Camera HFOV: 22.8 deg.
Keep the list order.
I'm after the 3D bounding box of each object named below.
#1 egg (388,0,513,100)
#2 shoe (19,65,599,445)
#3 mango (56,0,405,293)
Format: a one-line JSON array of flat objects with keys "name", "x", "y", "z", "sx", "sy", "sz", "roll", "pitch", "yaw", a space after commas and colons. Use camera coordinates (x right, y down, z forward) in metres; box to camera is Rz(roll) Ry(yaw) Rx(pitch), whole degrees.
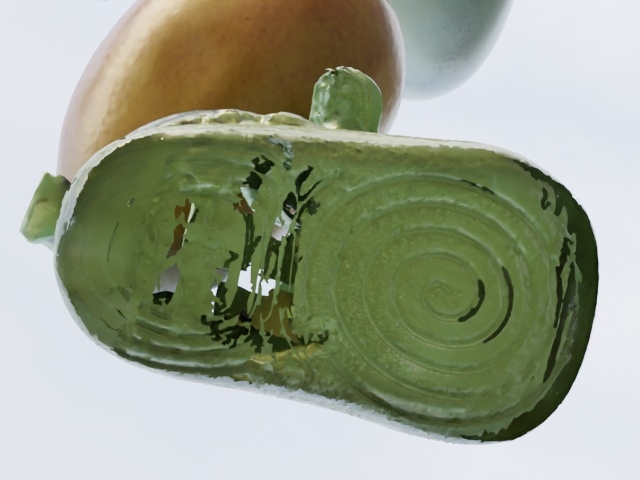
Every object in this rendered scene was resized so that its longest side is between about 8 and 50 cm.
[{"name": "egg", "x": 0.060, "y": -0.231, "z": 1.153, "sx": 0.182, "sy": 0.183, "sz": 0.264, "roll": -19, "pitch": -71, "yaw": -35}, {"name": "shoe", "x": 0.003, "y": 0.001, "z": 0.705, "sx": 0.262, "sy": 0.128, "sz": 0.140, "roll": 7, "pitch": -72, "yaw": -27}, {"name": "mango", "x": -0.055, "y": -0.067, "z": 0.840, "sx": 0.221, "sy": 0.120, "sz": 0.151, "roll": -41, "pitch": -113, "yaw": -8}]
